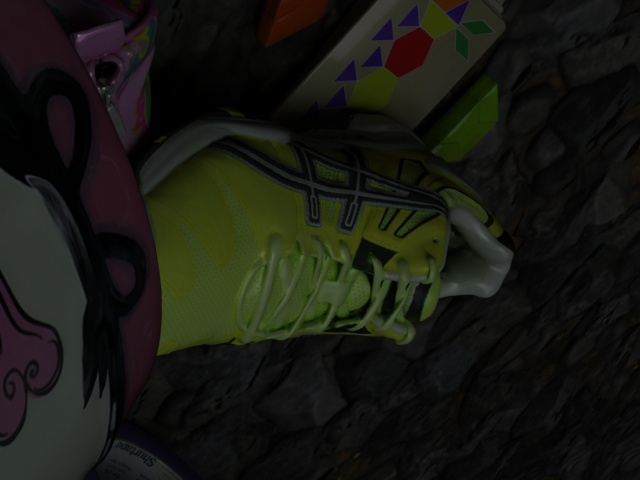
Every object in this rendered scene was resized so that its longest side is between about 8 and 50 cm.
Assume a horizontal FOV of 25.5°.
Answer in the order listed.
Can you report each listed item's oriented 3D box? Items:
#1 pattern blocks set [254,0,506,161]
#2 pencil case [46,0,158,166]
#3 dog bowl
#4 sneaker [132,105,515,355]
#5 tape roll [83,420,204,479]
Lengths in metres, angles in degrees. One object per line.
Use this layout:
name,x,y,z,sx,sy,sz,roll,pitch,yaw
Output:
pattern blocks set,0.051,-0.133,1.044,0.325,0.026,0.285,-43,145,3
pencil case,-0.161,-0.042,0.866,0.124,0.124,0.284,-19,140,-28
dog bowl,-0.236,-0.022,0.607,0.150,0.408,0.408,-40,149,-33
sneaker,0.000,0.000,0.918,0.385,0.147,0.145,-20,136,-52
tape roll,-0.151,0.226,1.101,0.080,0.189,0.189,-48,144,11
